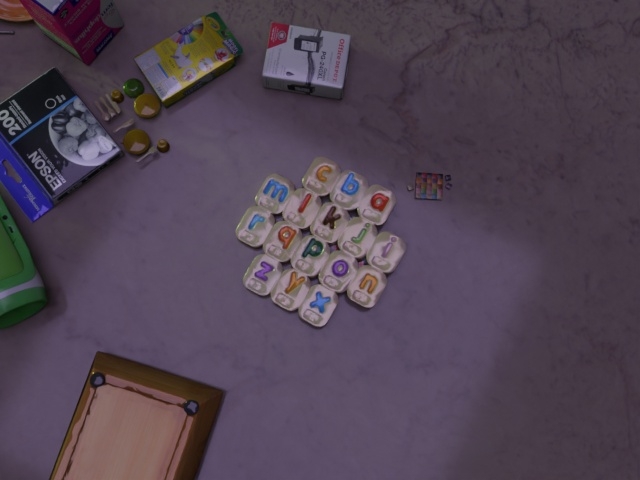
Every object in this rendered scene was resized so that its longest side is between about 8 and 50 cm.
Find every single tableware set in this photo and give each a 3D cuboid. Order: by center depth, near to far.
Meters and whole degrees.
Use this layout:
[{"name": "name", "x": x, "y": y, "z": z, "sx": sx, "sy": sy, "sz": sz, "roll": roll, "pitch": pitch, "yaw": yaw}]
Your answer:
[{"name": "tableware set", "x": -0.334, "y": -0.221, "z": 1.418, "sx": 0.104, "sy": 0.024, "sz": 0.154, "roll": -35, "pitch": 82, "yaw": -11}]

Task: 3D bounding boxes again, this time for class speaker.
[{"name": "speaker", "x": -0.582, "y": 0.000, "z": 1.318, "sx": 0.131, "sy": 0.131, "sz": 0.296, "roll": -29, "pitch": 82, "yaw": -7}]

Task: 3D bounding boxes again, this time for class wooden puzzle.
[{"name": "wooden puzzle", "x": 0.200, "y": -0.099, "z": 1.421, "sx": 0.083, "sy": 0.006, "sz": 0.049, "roll": 4, "pitch": 80, "yaw": -1}]

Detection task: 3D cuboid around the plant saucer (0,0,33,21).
[{"name": "plant saucer", "x": -0.561, "y": -0.505, "z": 1.429, "sx": 0.200, "sy": 0.037, "sz": 0.199, "roll": 0, "pitch": 98, "yaw": -3}]

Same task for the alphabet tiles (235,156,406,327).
[{"name": "alphabet tiles", "x": 0.000, "y": 0.000, "z": 1.377, "sx": 0.284, "sy": 0.021, "sz": 0.277, "roll": 28, "pitch": 80, "yaw": 9}]

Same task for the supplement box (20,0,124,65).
[{"name": "supplement box", "x": -0.440, "y": -0.416, "z": 1.348, "sx": 0.114, "sy": 0.220, "sz": 0.111, "roll": 37, "pitch": 81, "yaw": 3}]

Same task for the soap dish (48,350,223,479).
[{"name": "soap dish", "x": -0.316, "y": 0.352, "z": 1.267, "sx": 0.229, "sy": 0.118, "sz": 0.290, "roll": 18, "pitch": 79, "yaw": 1}]

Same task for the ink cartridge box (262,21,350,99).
[{"name": "ink cartridge box", "x": -0.024, "y": -0.330, "z": 1.425, "sx": 0.151, "sy": 0.063, "sz": 0.109, "roll": 9, "pitch": 80, "yaw": 0}]

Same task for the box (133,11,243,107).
[{"name": "box", "x": -0.240, "y": -0.337, "z": 1.431, "sx": 0.179, "sy": 0.043, "sz": 0.105, "roll": -33, "pitch": 82, "yaw": -5}]

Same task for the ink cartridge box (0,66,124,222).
[{"name": "ink cartridge box", "x": -0.499, "y": -0.174, "z": 1.392, "sx": 0.208, "sy": 0.045, "sz": 0.206, "roll": -39, "pitch": 84, "yaw": -7}]

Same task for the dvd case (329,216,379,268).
[{"name": "dvd case", "x": 0.052, "y": 0.025, "z": 1.390, "sx": 0.087, "sy": 0.013, "sz": 0.119, "roll": 33, "pitch": 82, "yaw": 4}]

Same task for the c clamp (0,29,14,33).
[{"name": "c clamp", "x": -0.647, "y": -0.322, "z": 1.424, "sx": 0.137, "sy": 0.022, "sz": 0.160, "roll": 6, "pitch": 79, "yaw": -1}]
